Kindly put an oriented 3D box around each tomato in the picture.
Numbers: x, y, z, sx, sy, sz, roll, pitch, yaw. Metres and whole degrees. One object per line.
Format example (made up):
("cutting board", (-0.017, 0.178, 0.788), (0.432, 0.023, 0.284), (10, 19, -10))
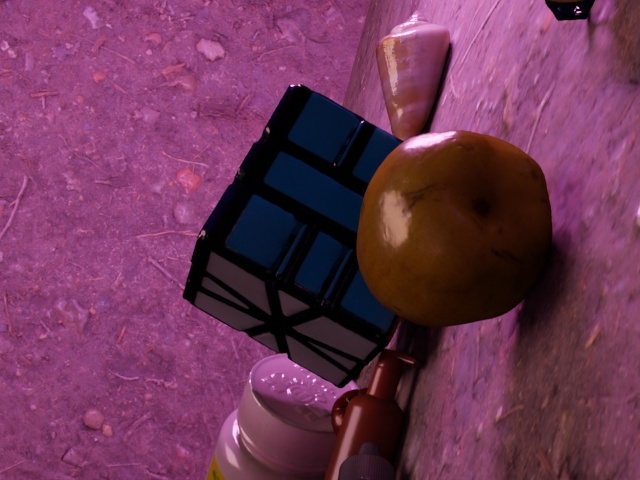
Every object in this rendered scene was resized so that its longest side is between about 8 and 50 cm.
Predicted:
("tomato", (0.058, 0.249, 1.467), (0.087, 0.087, 0.075), (-80, -26, -51))

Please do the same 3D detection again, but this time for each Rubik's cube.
("Rubik's cube", (0.000, 0.000, 1.481), (0.283, 0.288, 0.293), (-60, 2, -25))

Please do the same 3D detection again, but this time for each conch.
("conch", (0.148, -0.289, 1.897), (0.158, 0.127, 0.255), (132, 153, -76))

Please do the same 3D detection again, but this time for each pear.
("pear", (0.125, -0.010, 1.019), (0.200, 0.200, 0.200), (-163, 90, -84))

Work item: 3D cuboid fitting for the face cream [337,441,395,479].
("face cream", (0.045, 0.353, 1.210), (0.311, 0.092, 0.092), (-82, 10, -51))

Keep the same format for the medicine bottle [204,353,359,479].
("medicine bottle", (-0.073, 0.379, 1.652), (0.213, 0.214, 0.378), (-84, 12, -62))

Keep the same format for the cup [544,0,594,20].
("cup", (0.256, -0.320, 1.085), (0.155, 0.131, 0.176), (-73, -22, -45))

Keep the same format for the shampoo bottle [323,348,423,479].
("shampoo bottle", (0.062, 0.260, 1.379), (0.085, 0.085, 0.244), (151, 138, -82))
